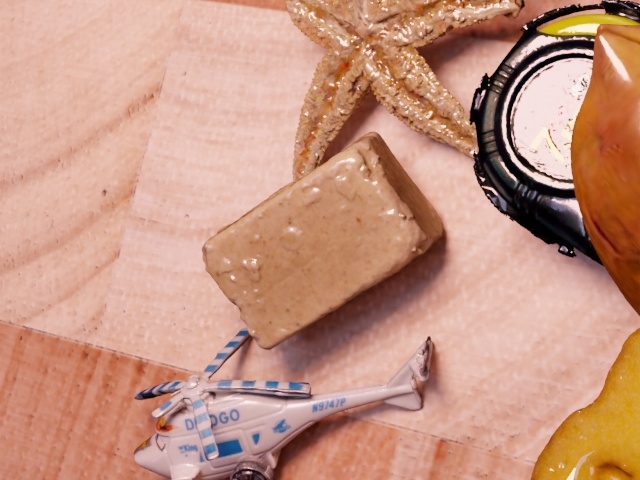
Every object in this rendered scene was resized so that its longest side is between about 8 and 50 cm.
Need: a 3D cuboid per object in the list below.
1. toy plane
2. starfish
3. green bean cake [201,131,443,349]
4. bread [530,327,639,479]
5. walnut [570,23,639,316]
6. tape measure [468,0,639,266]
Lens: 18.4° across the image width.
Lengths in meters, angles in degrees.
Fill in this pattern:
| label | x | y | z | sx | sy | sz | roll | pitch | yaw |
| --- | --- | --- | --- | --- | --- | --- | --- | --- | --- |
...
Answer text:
| label | x | y | z | sx | sy | sz | roll | pitch | yaw |
| --- | --- | --- | --- | --- | --- | --- | --- | --- | --- |
| toy plane | -0.030 | 0.144 | 1.665 | 0.273 | 0.107 | 0.182 | -20 | 25 | 0 |
| starfish | 0.057 | -0.148 | 1.645 | 0.231 | 0.048 | 0.295 | 24 | 111 | 21 |
| green bean cake | 0.000 | 0.000 | 1.639 | 0.179 | 0.085 | 0.109 | -32 | 93 | 22 |
| bread | 0.247 | 0.187 | 1.470 | 0.233 | 0.088 | 0.161 | -53 | 54 | 14 |
| walnut | 0.271 | -0.032 | 1.354 | 0.203 | 0.298 | 0.203 | -36 | 25 | 20 |
| tape measure | 0.218 | -0.088 | 1.531 | 0.186 | 0.112 | 0.199 | 36 | 94 | 25 |
